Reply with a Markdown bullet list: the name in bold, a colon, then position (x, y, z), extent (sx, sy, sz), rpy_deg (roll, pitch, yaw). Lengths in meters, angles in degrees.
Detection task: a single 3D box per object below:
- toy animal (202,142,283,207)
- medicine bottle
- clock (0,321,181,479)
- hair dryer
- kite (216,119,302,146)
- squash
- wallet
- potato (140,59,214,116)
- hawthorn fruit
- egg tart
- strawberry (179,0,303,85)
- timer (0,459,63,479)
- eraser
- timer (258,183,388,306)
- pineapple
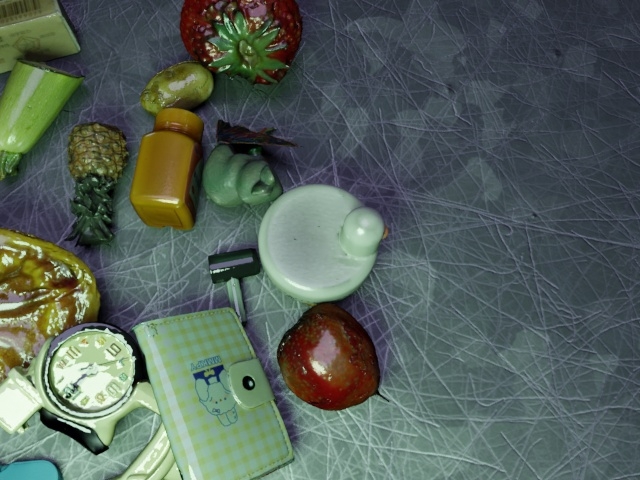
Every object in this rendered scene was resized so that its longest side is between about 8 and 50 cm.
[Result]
- **toy animal**: position (-0.136, -0.112, 1.179), extent (0.125, 0.251, 0.127), rpy_deg (-7, 110, -32)
- **medicine bottle**: position (-0.302, -0.147, 1.222), extent (0.111, 0.149, 0.222), rpy_deg (6, 70, -1)
- **clock**: position (-0.358, 0.324, 1.045), extent (0.276, 0.120, 0.379), rpy_deg (-44, 94, -17)
- **hair dryer**: position (-0.160, 0.117, 1.194), extent (0.100, 0.057, 0.198), rpy_deg (-9, 80, -5)
- **kite**: position (-0.145, -0.218, 1.267), extent (0.241, 0.014, 0.183), rpy_deg (19, 28, 26)
- **squash**: position (-0.634, -0.269, 1.270), extent (0.137, 0.137, 0.288), rpy_deg (25, 74, 7)
- **wallet**: position (-0.182, 0.274, 1.049), extent (0.223, 0.077, 0.310), rpy_deg (-9, 70, -39)
- **potato**: position (-0.315, -0.333, 1.327), extent (0.170, 0.080, 0.107), rpy_deg (-25, 85, -12)
- **hawthorn fruit**: position (0.038, 0.225, 1.099), extent (0.235, 0.181, 0.181), rpy_deg (34, 73, -1)
- **egg tart**: position (-0.580, 0.139, 1.097), extent (0.351, 0.153, 0.339), rpy_deg (-46, 110, -3)
- **strawberry**: position (-0.166, -0.483, 1.302), extent (0.250, 0.238, 0.289), rpy_deg (23, 43, -30)
- **timer**: position (-0.567, 0.518, 1.035), extent (0.231, 0.091, 0.250), rpy_deg (-4, 59, -2)
- **eraser**: position (-0.718, -0.435, 1.314), extent (0.343, 0.144, 0.078), rpy_deg (-18, 74, -9)
- **timer**: position (0.000, 0.000, 1.132), extent (0.233, 0.240, 0.234), rpy_deg (1, 71, -4)
- **pineapple**: position (-0.457, -0.109, 1.224), extent (0.128, 0.128, 0.248), rpy_deg (-1, 75, -2)
